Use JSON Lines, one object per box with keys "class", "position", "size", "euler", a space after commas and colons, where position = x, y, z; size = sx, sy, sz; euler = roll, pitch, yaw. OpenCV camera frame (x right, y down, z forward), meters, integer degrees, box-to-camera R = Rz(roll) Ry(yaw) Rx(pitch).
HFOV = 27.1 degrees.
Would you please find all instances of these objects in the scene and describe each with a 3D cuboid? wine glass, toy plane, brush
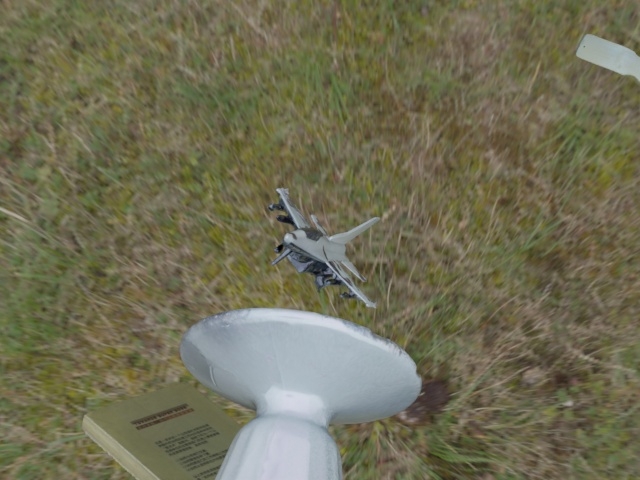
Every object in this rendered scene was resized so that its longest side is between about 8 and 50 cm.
{"class": "wine glass", "position": [-0.027, 0.145, 0.642], "size": [0.165, 0.165, 0.196], "euler": [5, 60, 3]}
{"class": "toy plane", "position": [-0.009, 0.010, 1.327], "size": [0.082, 0.234, 0.160], "euler": [-42, 78, 22]}
{"class": "brush", "position": [0.194, -0.104, 0.804], "size": [0.084, 0.013, 0.016], "euler": [27, 99, 21]}

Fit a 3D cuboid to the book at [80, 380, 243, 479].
{"class": "book", "position": [-0.139, 0.244, 1.498], "size": [0.231, 0.161, 0.026], "euler": [34, 121, 34]}
